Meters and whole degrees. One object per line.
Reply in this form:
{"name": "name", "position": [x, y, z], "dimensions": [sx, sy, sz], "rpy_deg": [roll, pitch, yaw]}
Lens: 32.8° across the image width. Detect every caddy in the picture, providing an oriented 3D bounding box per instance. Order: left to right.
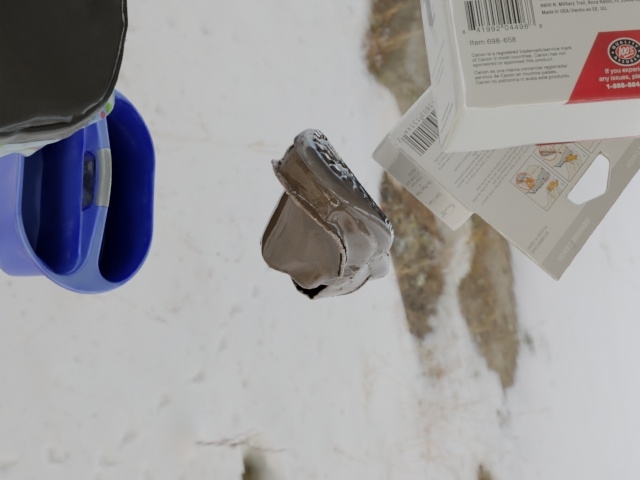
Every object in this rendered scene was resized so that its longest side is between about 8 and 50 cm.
{"name": "caddy", "position": [-0.379, -0.081, 1.688], "dimensions": [0.241, 0.179, 0.341], "rpy_deg": [11, 73, -43]}

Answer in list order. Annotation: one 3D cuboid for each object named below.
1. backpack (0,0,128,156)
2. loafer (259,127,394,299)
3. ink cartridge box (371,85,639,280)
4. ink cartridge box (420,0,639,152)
{"name": "backpack", "position": [-0.288, -0.178, 0.847], "dimensions": [0.273, 0.355, 0.290], "rpy_deg": [-6, 83, -49]}
{"name": "loafer", "position": [0.000, 0.000, 1.219], "dimensions": [0.134, 0.130, 0.366], "rpy_deg": [54, -4, 21]}
{"name": "ink cartridge box", "position": [0.250, -0.122, 1.336], "dimensions": [0.261, 0.066, 0.296], "rpy_deg": [41, 63, 2]}
{"name": "ink cartridge box", "position": [0.195, -0.232, 0.995], "dimensions": [0.114, 0.196, 0.273], "rpy_deg": [102, -17, -75]}
